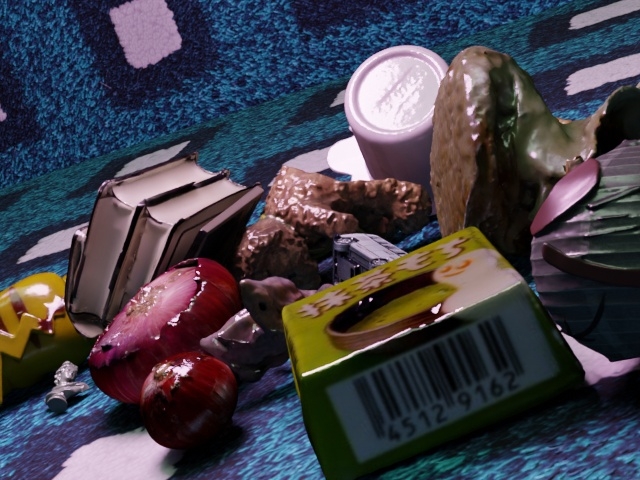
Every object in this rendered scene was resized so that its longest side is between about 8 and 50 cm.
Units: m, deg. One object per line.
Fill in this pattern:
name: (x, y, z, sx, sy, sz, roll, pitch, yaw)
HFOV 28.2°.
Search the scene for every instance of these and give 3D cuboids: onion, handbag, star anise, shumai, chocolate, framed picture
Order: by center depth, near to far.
chocolate: (0.107, 0.117, 1.450, 0.301, 0.137, 0.289, -22, 15, -1)
onion: (-0.161, 0.198, 1.568, 0.131, 0.131, 0.131, -19, 15, 6)
star anise: (-0.019, 0.109, 1.645, 0.257, 0.110, 0.198, -2, -23, -22)
onion: (-0.207, 0.134, 1.762, 0.248, 0.161, 0.248, -32, 4, 2)
shumai: (0.313, -0.098, 1.794, 0.288, 0.330, 0.292, -4, 52, -6)
framed picture: (-0.186, 0.050, 1.958, 0.265, 0.018, 0.192, -59, -10, 33)
handbag: (-0.254, 0.007, 2.035, 0.160, 0.237, 0.358, 24, 18, 12)

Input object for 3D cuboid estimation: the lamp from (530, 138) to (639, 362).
lamp: (0.336, 0.009, 1.309, 0.265, 0.233, 0.233, -6, 13, -10)

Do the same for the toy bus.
toy bus: (0.084, 0.048, 1.788, 0.089, 0.087, 0.194, -7, 18, -23)

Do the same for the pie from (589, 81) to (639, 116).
pie: (0.585, -0.195, 1.999, 0.257, 0.105, 0.274, 17, 41, 43)

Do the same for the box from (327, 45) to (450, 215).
box: (0.127, -0.197, 2.081, 0.291, 0.206, 0.262, 1, 65, 17)

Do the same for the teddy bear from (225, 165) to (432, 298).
teddy bear: (0.009, 0.004, 1.969, 0.296, 0.222, 0.246, 14, -18, -19)

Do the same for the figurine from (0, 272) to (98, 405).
figurine: (-0.511, 0.179, 2.012, 0.327, 0.218, 0.169, -30, -24, -8)

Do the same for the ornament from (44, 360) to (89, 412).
ornament: (-0.383, 0.224, 1.910, 0.068, 0.041, 0.092, -30, 27, -13)

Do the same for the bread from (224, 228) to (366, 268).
bread: (0.002, -0.018, 2.157, 0.367, 0.077, 0.084, -26, 15, -21)

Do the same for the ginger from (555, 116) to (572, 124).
ginger: (0.333, -0.165, 2.187, 0.216, 0.102, 0.157, -25, 40, -26)

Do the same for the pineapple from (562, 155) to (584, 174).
pineapple: (0.320, -0.005, 1.562, 0.140, 0.164, 0.250, -32, 21, -11)
